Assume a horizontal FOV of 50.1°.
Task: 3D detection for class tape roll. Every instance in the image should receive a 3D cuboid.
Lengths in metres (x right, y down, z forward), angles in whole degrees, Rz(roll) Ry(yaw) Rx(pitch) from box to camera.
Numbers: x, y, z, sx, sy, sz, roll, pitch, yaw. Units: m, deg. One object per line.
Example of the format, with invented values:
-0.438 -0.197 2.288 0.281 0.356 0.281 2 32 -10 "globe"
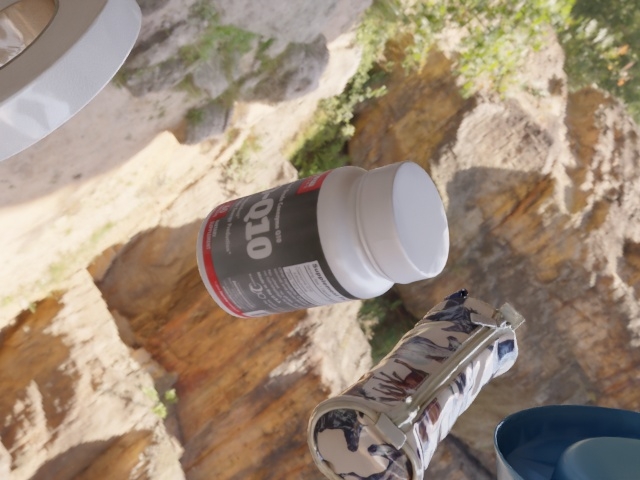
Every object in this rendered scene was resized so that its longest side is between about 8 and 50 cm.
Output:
-0.439 -0.258 0.978 0.392 0.392 0.072 -37 134 -5 "tape roll"

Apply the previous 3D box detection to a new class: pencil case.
0.150 0.212 0.995 0.410 0.160 0.183 -28 154 -52 "pencil case"

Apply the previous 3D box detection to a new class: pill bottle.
0.000 0.000 0.846 0.283 0.161 0.161 -14 -168 34 "pill bottle"

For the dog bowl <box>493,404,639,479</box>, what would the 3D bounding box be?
0.184 0.163 0.286 0.166 0.074 0.297 4 -169 -16 "dog bowl"
